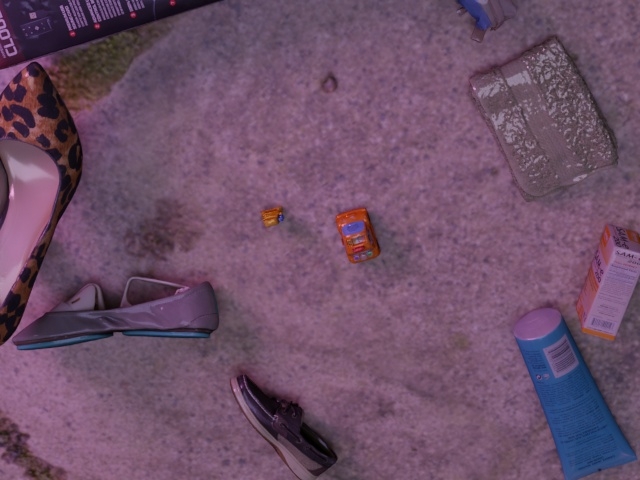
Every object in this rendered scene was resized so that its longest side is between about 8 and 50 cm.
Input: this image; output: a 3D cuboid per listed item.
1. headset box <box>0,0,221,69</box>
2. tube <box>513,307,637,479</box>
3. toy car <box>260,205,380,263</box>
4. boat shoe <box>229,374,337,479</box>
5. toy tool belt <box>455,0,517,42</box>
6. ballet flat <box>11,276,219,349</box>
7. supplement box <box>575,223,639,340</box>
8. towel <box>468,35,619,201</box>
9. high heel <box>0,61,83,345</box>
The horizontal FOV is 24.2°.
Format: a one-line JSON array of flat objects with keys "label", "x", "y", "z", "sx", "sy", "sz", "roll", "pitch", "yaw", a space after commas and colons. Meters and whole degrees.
[{"label": "headset box", "x": -0.216, "y": -0.297, "z": 1.342, "sx": 0.293, "sy": 0.110, "sz": 0.218, "roll": -17, "pitch": 111, "yaw": 8}, {"label": "tube", "x": 0.262, "y": 0.167, "z": 1.561, "sx": 0.080, "sy": 0.052, "sz": 0.207, "roll": -19, "pitch": 116, "yaw": 14}, {"label": "toy car", "x": 0.000, "y": 0.000, "z": 1.499, "sx": 0.122, "sy": 0.040, "sz": 0.060, "roll": 0, "pitch": 113, "yaw": 1}, {"label": "boat shoe", "x": -0.038, "y": 0.191, "z": 1.576, "sx": 0.049, "sy": 0.056, "sz": 0.152, "roll": -34, "pitch": 118, "yaw": 9}, {"label": "toy tool belt", "x": 0.141, "y": -0.229, "z": 1.394, "sx": 0.051, "sy": 0.052, "sz": 0.083, "roll": -39, "pitch": 106, "yaw": 7}, {"label": "ballet flat", "x": -0.210, "y": 0.073, "z": 1.530, "sx": 0.213, "sy": 0.072, "sz": 0.068, "roll": -4, "pitch": 85, "yaw": 2}, {"label": "supplement box", "x": 0.291, "y": 0.042, "z": 1.498, "sx": 0.036, "sy": 0.062, "sz": 0.098, "roll": 15, "pitch": 112, "yaw": -3}, {"label": "towel", "x": 0.219, "y": -0.116, "z": 1.453, "sx": 0.110, "sy": 0.027, "sz": 0.148, "roll": -26, "pitch": 110, "yaw": 11}, {"label": "high heel", "x": -0.291, "y": -0.021, "z": 1.382, "sx": 0.093, "sy": 0.186, "sz": 0.261, "roll": 15, "pitch": 130, "yaw": 2}]
